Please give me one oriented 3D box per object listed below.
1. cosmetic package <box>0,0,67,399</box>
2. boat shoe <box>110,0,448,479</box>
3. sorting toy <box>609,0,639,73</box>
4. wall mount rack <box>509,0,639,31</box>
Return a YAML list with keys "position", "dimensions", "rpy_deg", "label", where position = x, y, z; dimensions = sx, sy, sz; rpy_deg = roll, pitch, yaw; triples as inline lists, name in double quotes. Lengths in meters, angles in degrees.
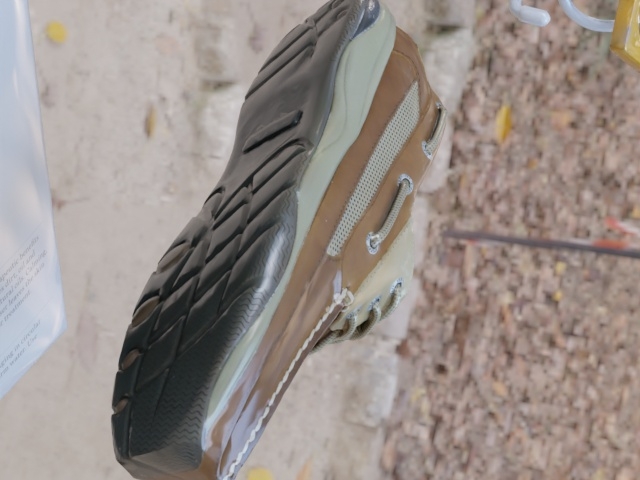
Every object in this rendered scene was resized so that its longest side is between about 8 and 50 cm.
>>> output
- position: [-0.246, -0.058, 0.589]
  dimensions: [0.197, 0.155, 0.365]
  rpy_deg: [-52, 152, -47]
  label: "cosmetic package"
- position: [0.000, 0.000, 0.672]
  dimensions: [0.120, 0.123, 0.324]
  rpy_deg: [40, 54, -24]
  label: "boat shoe"
- position: [0.238, -0.271, 0.727]
  dimensions: [0.196, 0.047, 0.347]
  rpy_deg: [-8, 108, -56]
  label: "sorting toy"
- position: [0.354, -0.304, 1.222]
  dimensions: [0.350, 0.304, 0.130]
  rpy_deg: [90, 14, -51]
  label: "wall mount rack"
